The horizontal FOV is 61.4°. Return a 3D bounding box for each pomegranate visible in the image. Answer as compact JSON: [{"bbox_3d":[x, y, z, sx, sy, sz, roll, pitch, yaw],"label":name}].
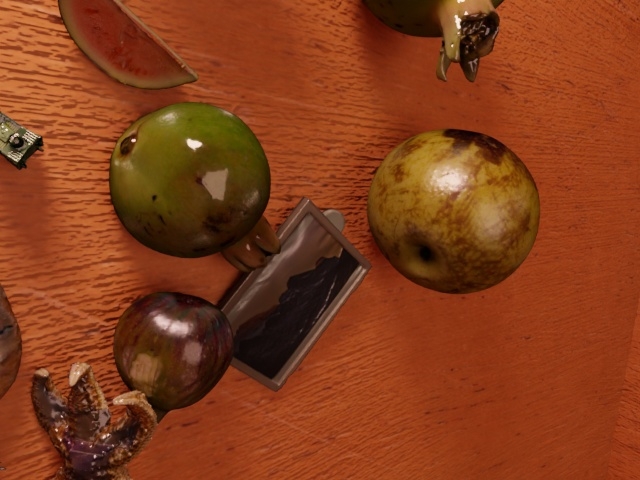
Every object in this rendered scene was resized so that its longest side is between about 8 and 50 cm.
[{"bbox_3d":[0.169,-0.389,0.764,0.260,0.260,0.341,6,72,-40],"label":"pomegranate"},{"bbox_3d":[-0.141,-0.044,0.661,0.189,0.159,0.241,-24,119,-33],"label":"pomegranate"}]

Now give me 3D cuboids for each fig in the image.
[{"bbox_3d":[-0.208,0.184,0.683,0.149,0.149,0.245,19,99,-40],"label":"fig"}]

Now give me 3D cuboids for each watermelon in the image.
[{"bbox_3d":[-0.220,-0.239,0.612,0.163,0.086,0.069,42,42,-39],"label":"watermelon"}]

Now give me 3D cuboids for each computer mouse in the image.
[{"bbox_3d":[0.000,0.000,0.866,0.055,0.032,0.110,15,98,-37],"label":"computer mouse"}]

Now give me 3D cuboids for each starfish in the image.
[{"bbox_3d":[-0.280,0.259,0.640,0.238,0.215,0.071,69,16,0],"label":"starfish"}]

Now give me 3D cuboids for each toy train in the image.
[{"bbox_3d":[-0.314,-0.102,0.548,0.056,0.093,0.038,40,75,-23],"label":"toy train"}]

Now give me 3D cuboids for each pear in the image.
[{"bbox_3d":[0.216,-0.054,0.875,0.283,0.283,0.284,-10,106,-37],"label":"pear"}]

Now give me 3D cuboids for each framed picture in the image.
[{"bbox_3d":[-0.047,0.091,0.835,0.265,0.018,0.192,-53,128,-7],"label":"framed picture"}]

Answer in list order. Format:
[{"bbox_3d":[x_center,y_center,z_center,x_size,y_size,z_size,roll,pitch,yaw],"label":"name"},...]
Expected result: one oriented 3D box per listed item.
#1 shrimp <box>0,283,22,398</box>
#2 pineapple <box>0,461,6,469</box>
[{"bbox_3d":[-0.378,0.074,0.546,0.126,0.047,0.224,-30,113,-57],"label":"shrimp"},{"bbox_3d":[-0.397,0.216,0.586,0.058,0.058,0.124,-41,137,-25],"label":"pineapple"}]
